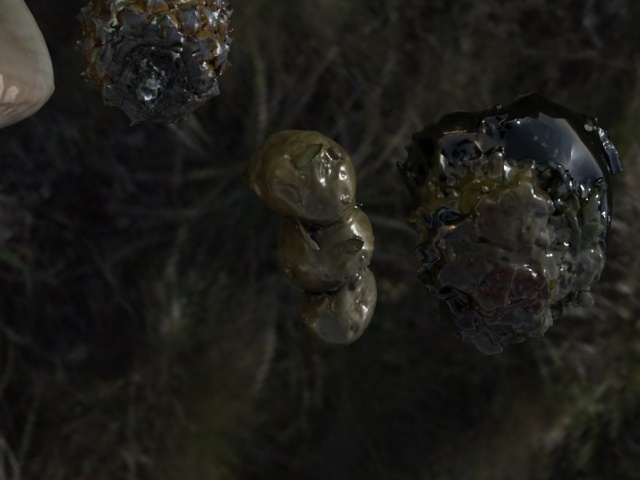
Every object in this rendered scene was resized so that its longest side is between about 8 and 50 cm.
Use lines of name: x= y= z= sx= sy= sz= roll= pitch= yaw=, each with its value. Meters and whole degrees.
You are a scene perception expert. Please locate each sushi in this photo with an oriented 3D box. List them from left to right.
sushi: x=0.191 y=-0.009 z=1.758 sx=0.238 sy=0.218 sz=0.225 roll=39 pitch=121 yaw=-23

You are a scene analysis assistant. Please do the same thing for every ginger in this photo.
ginger: x=0.000 y=0.000 z=1.451 sx=0.080 sy=0.104 sz=0.204 roll=-46 pitch=129 yaw=-37

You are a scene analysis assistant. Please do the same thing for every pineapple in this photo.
pineapple: x=-0.097 y=-0.131 z=0.974 sx=0.083 sy=0.221 sz=0.103 roll=25 pitch=118 yaw=-22

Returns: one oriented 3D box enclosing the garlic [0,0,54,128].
garlic: x=-0.177 y=-0.087 z=0.595 sx=0.174 sy=0.099 sz=0.124 roll=43 pitch=47 yaw=-1
